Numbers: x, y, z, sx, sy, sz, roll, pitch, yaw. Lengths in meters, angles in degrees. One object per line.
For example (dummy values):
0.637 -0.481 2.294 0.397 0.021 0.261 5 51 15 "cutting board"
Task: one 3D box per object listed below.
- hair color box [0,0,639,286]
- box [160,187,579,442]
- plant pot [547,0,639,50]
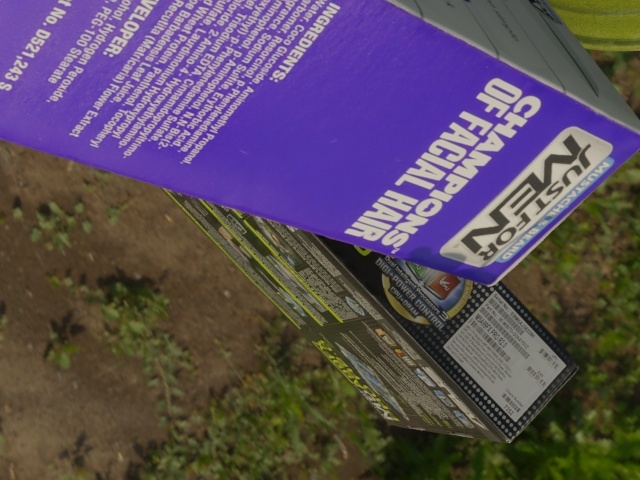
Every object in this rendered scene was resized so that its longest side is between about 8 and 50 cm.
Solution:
-0.042 -0.109 0.433 0.339 0.185 0.110 15 127 -42 "hair color box"
0.000 0.000 0.685 0.060 0.216 0.270 -45 94 -14 "box"
0.210 -0.359 0.831 0.366 0.366 0.353 -56 160 7 "plant pot"
